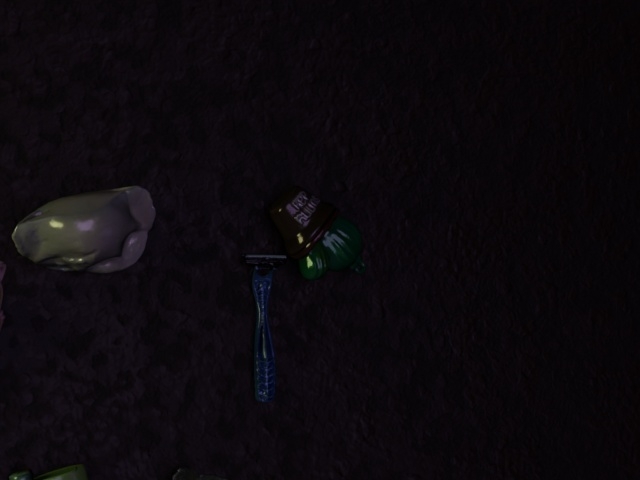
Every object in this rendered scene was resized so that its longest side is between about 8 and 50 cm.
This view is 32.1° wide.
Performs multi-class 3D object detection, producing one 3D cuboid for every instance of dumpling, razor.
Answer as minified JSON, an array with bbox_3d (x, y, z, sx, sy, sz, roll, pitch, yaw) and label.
[{"bbox_3d":[-0.373,-0.006,1.779,0.228,0.124,0.151,-12,125,-16],"label":"dumpling"},{"bbox_3d":[-0.095,0.149,1.898,0.081,0.042,0.253,-1,87,-19],"label":"razor"}]

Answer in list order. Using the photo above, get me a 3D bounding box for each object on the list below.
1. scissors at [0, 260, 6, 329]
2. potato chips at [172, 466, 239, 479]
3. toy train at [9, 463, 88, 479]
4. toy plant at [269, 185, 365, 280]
[{"bbox_3d":[-0.554,0.183,1.697,0.160,0.024,0.318,7,100,-63],"label":"scissors"},{"bbox_3d":[-0.196,0.450,1.825,0.228,0.059,0.167,-32,87,-20],"label":"potato chips"},{"bbox_3d":[-0.403,0.470,1.730,0.157,0.105,0.253,-13,90,-35],"label":"toy train"},{"bbox_3d":[0.000,0.000,1.911,0.200,0.105,0.143,45,51,-13],"label":"toy plant"}]
